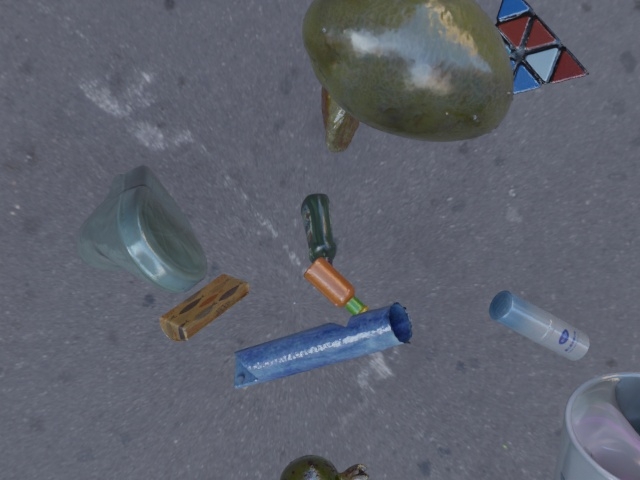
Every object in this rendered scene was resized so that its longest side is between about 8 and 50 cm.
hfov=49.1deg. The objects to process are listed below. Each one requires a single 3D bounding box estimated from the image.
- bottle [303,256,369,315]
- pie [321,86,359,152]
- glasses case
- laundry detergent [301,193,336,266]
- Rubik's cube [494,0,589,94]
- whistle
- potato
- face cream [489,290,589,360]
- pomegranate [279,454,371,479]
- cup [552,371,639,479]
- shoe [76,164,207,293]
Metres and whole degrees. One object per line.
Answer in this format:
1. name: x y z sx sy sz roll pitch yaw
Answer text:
1. bottle: 0.046 0.123 1.651 0.187 0.069 0.069 44 85 6
2. pie: 0.038 -0.242 1.183 0.078 0.163 0.194 7 126 3
3. glasses case: -0.205 0.122 1.260 0.064 0.170 0.041 16 124 30
4. laundry detergent: 0.000 0.000 1.800 0.078 0.144 0.222 -4 64 -11
5. Rubik's cube: 0.511 -0.435 1.580 0.284 0.234 0.250 -25 128 -23
6. whistle: -0.012 0.155 1.003 0.304 0.062 0.062 -21 85 32
7. potato: 0.093 -0.188 0.730 0.235 0.178 0.160 28 101 -15
8. face cream: 0.506 0.198 1.614 0.250 0.077 0.077 27 84 -21
9. pomegranate: 0.006 0.584 1.590 0.210 0.179 0.179 7 85 11
10. cup: 0.410 0.361 0.920 0.212 0.212 0.317 -4 121 -2
11. shoe: -0.140 0.000 0.524 0.078 0.195 0.079 -37 114 3
